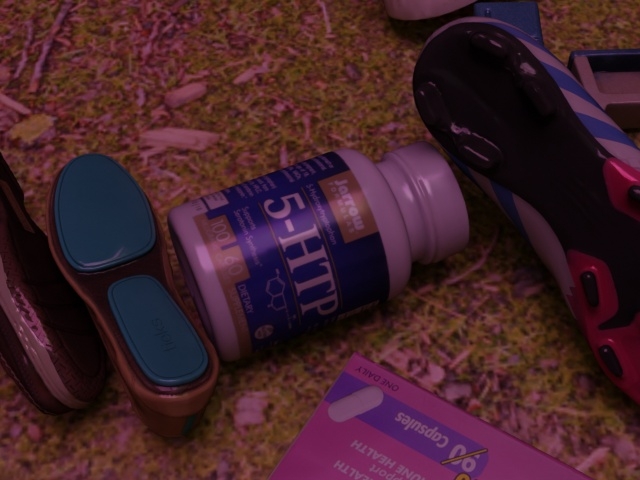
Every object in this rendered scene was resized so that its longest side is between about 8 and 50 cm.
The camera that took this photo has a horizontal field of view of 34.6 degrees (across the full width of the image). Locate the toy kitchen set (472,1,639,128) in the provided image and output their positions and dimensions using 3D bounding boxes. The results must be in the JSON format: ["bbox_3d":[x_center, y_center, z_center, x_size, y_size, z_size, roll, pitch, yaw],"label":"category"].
[{"bbox_3d":[0.228,-0.172,0.779,0.207,0.166,0.122,-1,57,1],"label":"toy kitchen set"}]

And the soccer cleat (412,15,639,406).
[{"bbox_3d":[0.194,-0.021,0.699,0.116,0.143,0.331,-39,85,23],"label":"soccer cleat"}]

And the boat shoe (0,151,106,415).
[{"bbox_3d":[-0.238,0.026,0.720,0.095,0.095,0.257,-37,61,6],"label":"boat shoe"}]

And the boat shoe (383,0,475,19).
[{"bbox_3d":[0.181,-0.303,0.894,0.324,0.096,0.116,-31,31,-17],"label":"boat shoe"}]

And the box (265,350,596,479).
[{"bbox_3d":[0.046,0.222,0.550,0.213,0.117,0.243,27,61,19],"label":"box"}]

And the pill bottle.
[{"bbox_3d":[0.000,0.000,0.704,0.187,0.112,0.112,-21,58,-12],"label":"pill bottle"}]

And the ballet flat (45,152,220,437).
[{"bbox_3d":[-0.136,0.037,0.707,0.080,0.073,0.232,-13,50,-20],"label":"ballet flat"}]
